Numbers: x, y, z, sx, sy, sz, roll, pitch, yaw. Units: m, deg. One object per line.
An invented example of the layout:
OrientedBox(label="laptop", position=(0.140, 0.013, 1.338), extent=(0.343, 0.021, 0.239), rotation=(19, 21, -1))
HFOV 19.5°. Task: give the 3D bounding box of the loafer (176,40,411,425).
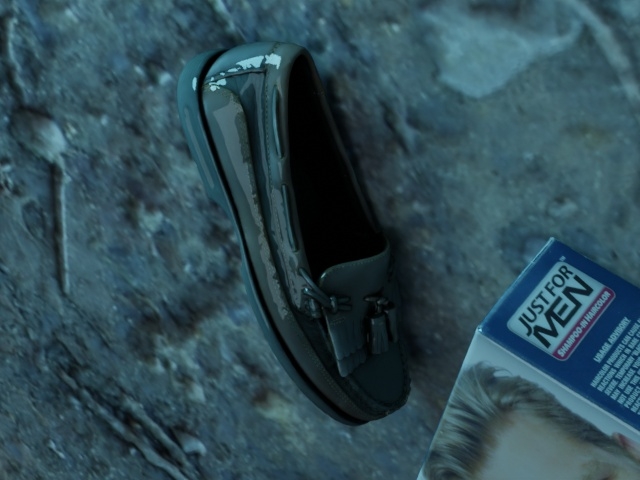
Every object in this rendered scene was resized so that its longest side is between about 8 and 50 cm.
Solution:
OrientedBox(label="loafer", position=(0.000, 0.000, 1.157), extent=(0.084, 0.096, 0.267), rotation=(-11, 114, 38))

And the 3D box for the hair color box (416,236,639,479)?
OrientedBox(label="hair color box", position=(0.237, 0.166, 1.089), extent=(0.347, 0.105, 0.174), rotation=(32, 138, 15))
